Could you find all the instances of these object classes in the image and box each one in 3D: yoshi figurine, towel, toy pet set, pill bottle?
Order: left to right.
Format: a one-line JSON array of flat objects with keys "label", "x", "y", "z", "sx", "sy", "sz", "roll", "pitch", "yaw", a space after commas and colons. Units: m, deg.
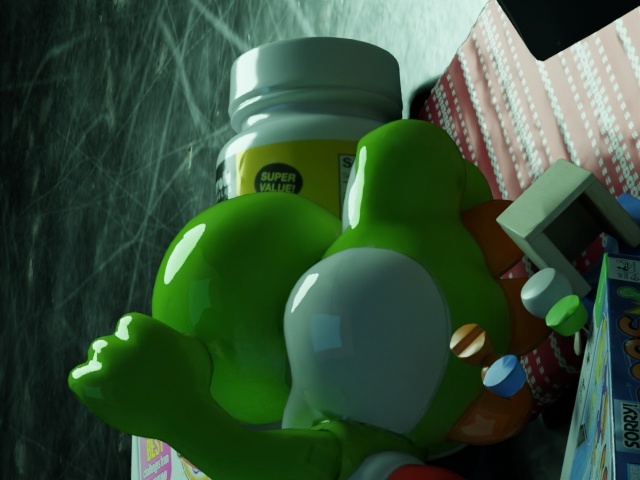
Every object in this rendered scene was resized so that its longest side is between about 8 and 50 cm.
[{"label": "yoshi figurine", "x": -0.019, "y": 0.117, "z": 0.693, "sx": 0.203, "sy": 0.203, "sz": 0.362, "roll": 107, "pitch": 178, "yaw": -64}, {"label": "pill bottle", "x": 0.000, "y": 0.000, "z": 0.875, "sx": 0.119, "sy": 0.119, "sz": 0.209, "roll": 148, "pitch": 123, "yaw": -61}, {"label": "towel", "x": 0.130, "y": -0.066, "z": 0.705, "sx": 0.275, "sy": 0.031, "sz": 0.199, "roll": 122, "pitch": 143, "yaw": -49}, {"label": "toy pet set", "x": 0.112, "y": 0.019, "z": 0.605, "sx": 0.122, "sy": 0.065, "sz": 0.114, "roll": -43, "pitch": 19, "yaw": 0}]

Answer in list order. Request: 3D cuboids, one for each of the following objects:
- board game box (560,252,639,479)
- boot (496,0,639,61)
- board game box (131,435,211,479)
[{"label": "board game box", "x": 0.097, "y": 0.124, "z": 0.521, "sx": 0.136, "sy": 0.035, "sz": 0.201, "roll": -75, "pitch": -8, "yaw": -60}, {"label": "boot", "x": 0.145, "y": -0.300, "z": 0.449, "sx": 0.445, "sy": 0.146, "sz": 0.367, "roll": -30, "pitch": 77, "yaw": 58}, {"label": "board game box", "x": -0.064, "y": 0.242, "z": 1.041, "sx": 0.242, "sy": 0.064, "sz": 0.317, "roll": 157, "pitch": 115, "yaw": -64}]
